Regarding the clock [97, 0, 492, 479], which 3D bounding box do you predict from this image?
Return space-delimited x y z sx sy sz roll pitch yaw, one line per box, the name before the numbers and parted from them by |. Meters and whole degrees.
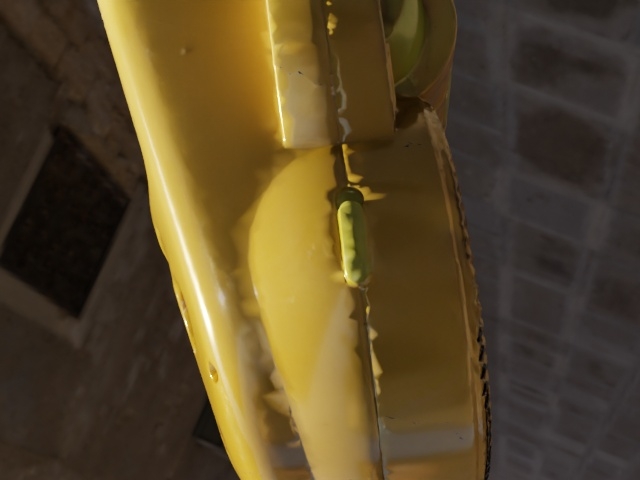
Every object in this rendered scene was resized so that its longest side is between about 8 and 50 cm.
clock | 0.000 0.000 0.670 0.200 0.317 0.244 -12 160 2
